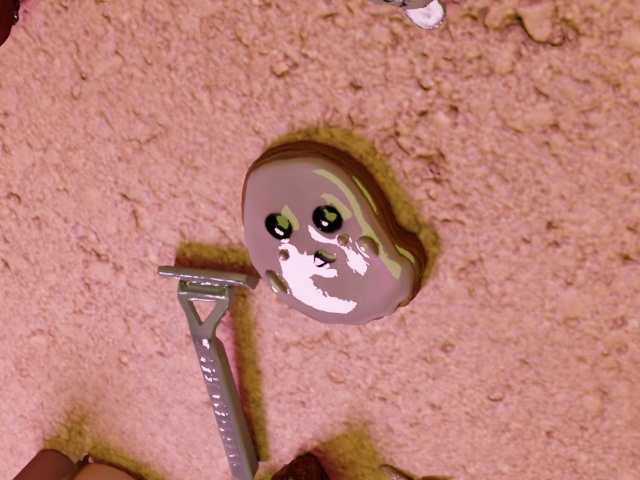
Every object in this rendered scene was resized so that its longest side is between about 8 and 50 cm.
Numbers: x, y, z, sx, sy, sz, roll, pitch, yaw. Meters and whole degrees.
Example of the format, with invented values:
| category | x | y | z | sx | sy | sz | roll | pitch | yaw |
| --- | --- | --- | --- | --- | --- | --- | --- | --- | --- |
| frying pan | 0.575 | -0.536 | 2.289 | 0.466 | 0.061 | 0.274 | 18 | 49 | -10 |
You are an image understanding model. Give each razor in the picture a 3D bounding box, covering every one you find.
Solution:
| category | x | y | z | sx | sy | sz | roll | pitch | yaw |
| --- | --- | --- | --- | --- | --- | --- | --- | --- | --- |
| razor | -0.109 | 0.154 | 1.742 | 0.111 | 0.056 | 0.277 | 5 | 121 | 24 |

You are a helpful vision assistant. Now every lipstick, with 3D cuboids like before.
| category | x | y | z | sx | sy | sz | roll | pitch | yaw |
| --- | --- | --- | --- | --- | --- | --- | --- | --- | --- |
| lipstick | -0.386 | 0.353 | 1.890 | 0.070 | 0.254 | 0.070 | 14 | 125 | 21 |

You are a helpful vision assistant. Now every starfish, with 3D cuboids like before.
| category | x | y | z | sx | sy | sz | roll | pitch | yaw |
| --- | --- | --- | --- | --- | --- | --- | --- | --- | --- |
| starfish | 0.102 | 0.277 | 1.733 | 0.092 | 0.016 | 0.086 | 41 | 128 | 3 |

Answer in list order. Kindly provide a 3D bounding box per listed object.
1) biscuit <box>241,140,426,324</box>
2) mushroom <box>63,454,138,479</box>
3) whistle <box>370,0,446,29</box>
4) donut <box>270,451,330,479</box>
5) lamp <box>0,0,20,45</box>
| category | x | y | z | sx | sy | sz | roll | pitch | yaw |
| --- | --- | --- | --- | --- | --- | --- | --- | --- | --- |
| biscuit | 0.000 | 0.000 | 1.593 | 0.181 | 0.049 | 0.208 | -23 | 108 | 36 |
| mushroom | -0.254 | 0.422 | 1.923 | 0.173 | 0.162 | 0.236 | 18 | 128 | 20 |
| whistle | 0.015 | -0.267 | 1.398 | 0.236 | 0.077 | 0.114 | 26 | 141 | 15 |
| donut | -0.052 | 0.329 | 1.804 | 0.217 | 0.085 | 0.141 | -26 | 105 | 38 |
| lamp | -0.353 | -0.238 | 1.608 | 0.101 | 0.090 | 0.101 | 9 | 101 | 57 |
